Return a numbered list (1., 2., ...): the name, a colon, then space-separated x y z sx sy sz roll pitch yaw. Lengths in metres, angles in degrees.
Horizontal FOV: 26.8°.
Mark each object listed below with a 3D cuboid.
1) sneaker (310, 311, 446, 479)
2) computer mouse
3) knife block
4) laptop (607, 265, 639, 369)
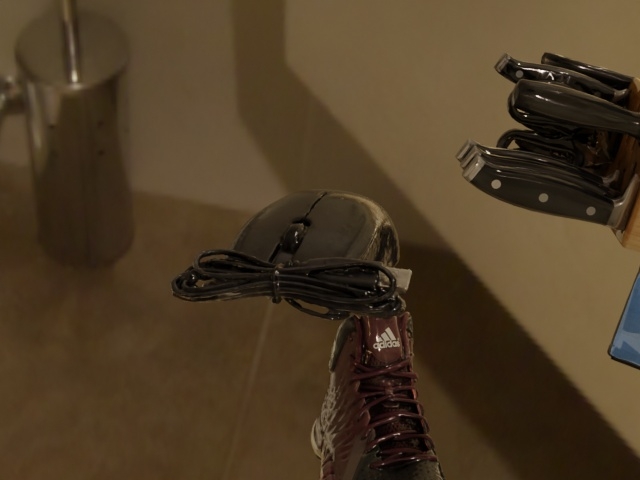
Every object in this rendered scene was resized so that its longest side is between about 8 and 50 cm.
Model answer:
1. sneaker: 0.049 0.144 1.162 0.106 0.162 0.281 3 13 -15
2. computer mouse: 0.000 0.000 1.144 0.188 0.072 0.272 4 11 12
3. knife block: 0.232 -0.034 0.825 0.242 0.088 0.276 -8 31 -46
4. laptop: 0.647 0.041 1.862 0.382 0.236 0.408 21 89 13
